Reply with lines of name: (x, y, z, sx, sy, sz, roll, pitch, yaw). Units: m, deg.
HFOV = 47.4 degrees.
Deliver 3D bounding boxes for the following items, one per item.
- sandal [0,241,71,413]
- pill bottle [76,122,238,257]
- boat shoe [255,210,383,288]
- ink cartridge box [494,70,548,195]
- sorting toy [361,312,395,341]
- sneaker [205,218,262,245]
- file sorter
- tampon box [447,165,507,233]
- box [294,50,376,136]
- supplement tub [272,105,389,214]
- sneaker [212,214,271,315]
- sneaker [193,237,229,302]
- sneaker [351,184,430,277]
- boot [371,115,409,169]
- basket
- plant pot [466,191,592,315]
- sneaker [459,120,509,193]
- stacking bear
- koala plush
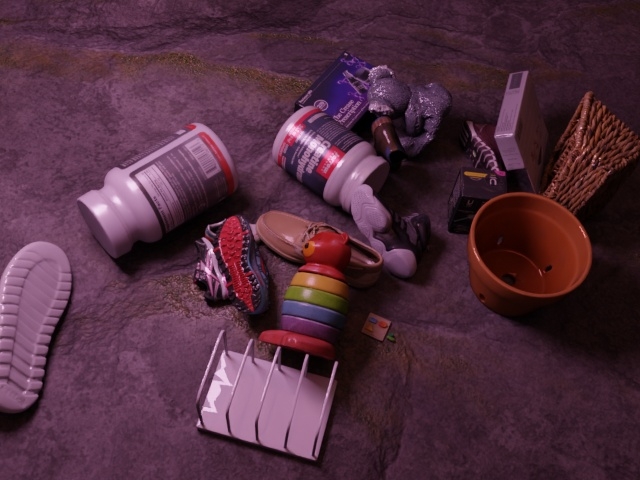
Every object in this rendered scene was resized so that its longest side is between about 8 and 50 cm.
sandal: (-0.691, 0.187, 1.664, 0.102, 0.169, 0.416, -18, 52, 32)
pill bottle: (-0.405, -0.125, 1.825, 0.363, 0.210, 0.210, -35, 67, -23)
boat shoe: (0.000, 0.000, 1.830, 0.341, 0.110, 0.121, 23, 56, 5)
ink cartridge box: (0.563, -0.293, 2.023, 0.060, 0.239, 0.275, -3, 47, 31)
sorting toy: (0.149, 0.215, 1.779, 0.083, 0.012, 0.062, 23, 59, 10)
sneaker: (-0.215, -0.022, 1.856, 0.161, 0.075, 0.057, -5, 59, -8)
file sorter: (-0.112, 0.333, 1.590, 0.278, 0.173, 0.193, 15, 59, 4)
tampon box: (0.408, -0.102, 1.909, 0.120, 0.161, 0.101, 7, 56, -2)
box: (0.069, -0.403, 2.105, 0.184, 0.103, 0.261, 30, 60, 16)
supplement tub: (0.026, -0.212, 1.928, 0.272, 0.191, 0.191, 37, 62, 17)
sneaker: (-0.185, 0.066, 1.784, 0.104, 0.125, 0.262, -19, 68, 14)
sneaker: (-0.283, 0.074, 1.795, 0.077, 0.072, 0.178, -20, 61, -15)
sneaker: (0.186, -0.048, 1.852, 0.153, 0.101, 0.268, -43, 109, -37)
boot: (0.189, -0.224, 1.938, 0.082, 0.219, 0.106, -22, 59, 6)
basket: (0.663, -0.191, 1.909, 0.213, 0.299, 0.223, -32, 68, -20)
plant pot: (0.490, 0.057, 1.795, 0.291, 0.203, 0.291, 2, 58, -3)
sneaker: (0.510, -0.233, 2.037, 0.163, 0.106, 0.281, -8, 59, -14)
stacking bear: (-0.007, 0.117, 1.689, 0.164, 0.175, 0.289, 21, 78, -29)
koala plush: (0.223, -0.377, 2.001, 0.221, 0.203, 0.196, 24, 53, -22)
